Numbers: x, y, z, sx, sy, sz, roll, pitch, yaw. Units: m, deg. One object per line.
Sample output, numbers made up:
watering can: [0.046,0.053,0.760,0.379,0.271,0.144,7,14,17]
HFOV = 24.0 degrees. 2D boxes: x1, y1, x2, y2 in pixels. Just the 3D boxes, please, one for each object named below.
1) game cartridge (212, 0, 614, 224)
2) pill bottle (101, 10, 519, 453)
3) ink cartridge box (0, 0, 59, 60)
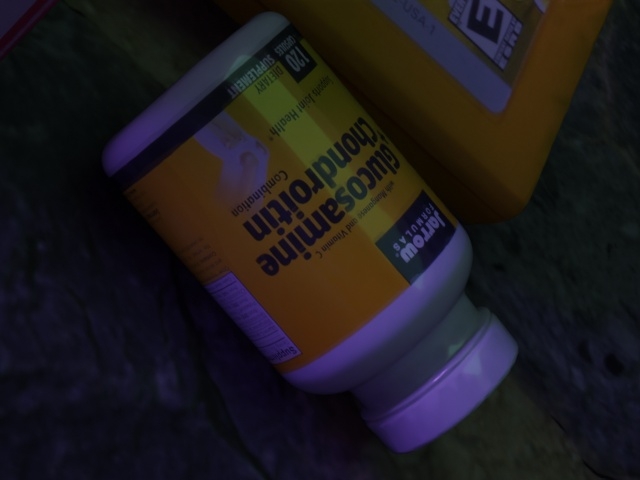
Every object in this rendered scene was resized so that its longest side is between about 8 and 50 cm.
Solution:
game cartridge: [0.040,-0.212,0.772,0.324,0.053,0.285,40,63,-31]
pill bottle: [0.000,0.000,0.652,0.184,0.103,0.103,49,40,-8]
ink cartridge box: [-0.146,-0.202,0.599,0.092,0.158,0.218,11,57,-40]
